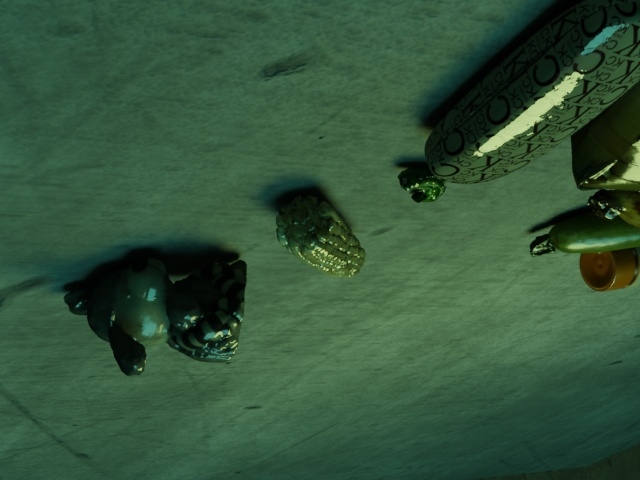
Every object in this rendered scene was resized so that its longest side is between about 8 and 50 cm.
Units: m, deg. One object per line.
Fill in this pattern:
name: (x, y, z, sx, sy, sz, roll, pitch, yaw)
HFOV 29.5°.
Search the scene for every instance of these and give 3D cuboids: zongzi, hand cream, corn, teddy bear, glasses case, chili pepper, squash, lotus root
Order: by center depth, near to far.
glasses case: (0.255, -0.167, 1.398, 0.137, 0.085, 0.354, 0, 153, -35)
zongzi: (0.476, -0.138, 1.490, 0.289, 0.123, 0.260, 9, 153, -8)
chili pepper: (0.138, -0.076, 1.616, 0.055, 0.035, 0.118, -7, 170, 13)
corn: (0.000, 0.000, 1.645, 0.087, 0.087, 0.211, -19, 162, 9)
teddy bear: (-0.211, 0.100, 1.645, 0.251, 0.171, 0.144, 1, 134, -20)
lotus root: (0.505, -0.075, 1.723, 0.260, 0.128, 0.145, -10, 167, -8)
squash: (0.486, -0.023, 1.905, 0.318, 0.071, 0.080, -12, 159, -6)
hand cream: (0.579, 0.025, 2.081, 0.314, 0.089, 0.140, -11, 161, -30)
